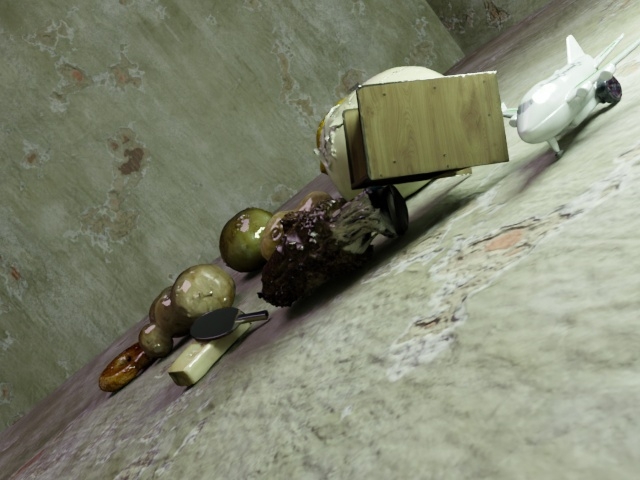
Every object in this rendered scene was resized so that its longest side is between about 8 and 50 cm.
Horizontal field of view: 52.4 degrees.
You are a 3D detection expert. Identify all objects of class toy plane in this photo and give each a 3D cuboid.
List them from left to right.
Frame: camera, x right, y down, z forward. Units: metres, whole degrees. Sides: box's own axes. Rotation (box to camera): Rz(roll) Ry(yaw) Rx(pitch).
[{"bbox_3d":[0.341,-0.198,0.904,0.251,0.101,0.255,-27,18,53],"label":"toy plane"}]

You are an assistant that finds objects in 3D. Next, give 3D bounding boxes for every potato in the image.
[{"bbox_3d":[-0.205,-0.004,1.927,0.210,0.173,0.307,-38,5,-10],"label":"potato"}]

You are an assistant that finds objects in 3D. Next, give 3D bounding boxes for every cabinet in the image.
[{"bbox_3d":[0.157,-0.173,1.034,0.215,0.148,0.175,-7,0,-5],"label":"cabinet"}]

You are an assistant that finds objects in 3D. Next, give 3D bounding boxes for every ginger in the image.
[{"bbox_3d":[-0.352,0.179,1.708,0.304,0.155,0.244,-43,12,26],"label":"ginger"}]

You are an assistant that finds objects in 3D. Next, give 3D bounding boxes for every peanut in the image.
[{"bbox_3d":[-0.060,-0.039,1.672,0.236,0.120,0.110,-46,-29,-9],"label":"peanut"}]

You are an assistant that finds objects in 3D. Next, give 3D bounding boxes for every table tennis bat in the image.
[{"bbox_3d":[-0.175,0.155,1.242,0.158,0.014,0.095,-11,27,13],"label":"table tennis bat"}]

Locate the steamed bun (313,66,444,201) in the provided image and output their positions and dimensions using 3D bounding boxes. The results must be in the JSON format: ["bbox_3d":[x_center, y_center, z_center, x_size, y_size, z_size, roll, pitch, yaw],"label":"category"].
[{"bbox_3d":[0.154,-0.241,1.389,0.312,0.233,0.333,-35,17,32],"label":"steamed bun"}]

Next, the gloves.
[{"bbox_3d":[0.005,0.004,1.112,0.312,0.135,0.210,-35,12,21],"label":"gloves"}]

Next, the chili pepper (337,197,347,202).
[{"bbox_3d":[0.024,-0.041,1.539,0.224,0.061,0.098,-42,16,-35],"label":"chili pepper"}]

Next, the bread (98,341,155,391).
[{"bbox_3d":[-0.528,0.348,1.796,0.193,0.064,0.193,-33,14,9],"label":"bread"}]

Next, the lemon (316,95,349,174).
[{"bbox_3d":[0.119,-0.272,1.745,0.267,0.267,0.267,-37,8,6],"label":"lemon"}]

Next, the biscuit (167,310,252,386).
[{"bbox_3d":[-0.207,0.203,1.240,0.056,0.052,0.188,-8,28,42],"label":"biscuit"}]
